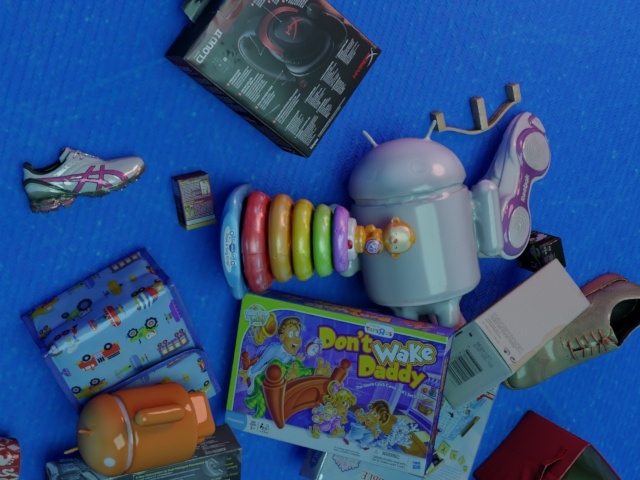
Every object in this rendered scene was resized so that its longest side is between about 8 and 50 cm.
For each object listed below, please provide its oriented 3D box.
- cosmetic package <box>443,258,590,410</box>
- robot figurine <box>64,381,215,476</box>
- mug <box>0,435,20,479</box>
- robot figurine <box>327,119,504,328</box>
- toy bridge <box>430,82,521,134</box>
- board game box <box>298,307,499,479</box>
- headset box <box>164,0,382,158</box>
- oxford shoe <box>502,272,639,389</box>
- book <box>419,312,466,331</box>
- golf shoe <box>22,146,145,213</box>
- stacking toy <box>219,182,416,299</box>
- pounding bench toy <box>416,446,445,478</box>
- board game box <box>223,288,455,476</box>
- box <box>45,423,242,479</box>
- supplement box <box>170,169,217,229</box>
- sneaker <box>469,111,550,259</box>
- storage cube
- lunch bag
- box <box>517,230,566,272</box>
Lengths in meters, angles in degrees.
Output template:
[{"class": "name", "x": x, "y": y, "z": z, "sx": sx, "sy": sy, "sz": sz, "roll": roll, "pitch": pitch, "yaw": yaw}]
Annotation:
[{"class": "cosmetic package", "x": 0.328, "y": 0.160, "z": 1.813, "sx": 0.309, "sy": 0.160, "sz": 0.113, "roll": -27, "pitch": 78, "yaw": -46}, {"class": "robot figurine", "x": -0.273, "y": 0.287, "z": 1.562, "sx": 0.219, "sy": 0.158, "sz": 0.128, "roll": -5, "pitch": 106, "yaw": -34}, {"class": "mug", "x": -0.557, "y": 0.344, "z": 1.564, "sx": 0.169, "sy": 0.150, "sz": 0.113, "roll": 10, "pitch": 61, "yaw": -31}, {"class": "robot figurine", "x": 0.157, "y": -0.020, "z": 1.742, "sx": 0.299, "sy": 0.200, "sz": 0.354, "roll": -8, "pitch": 100, "yaw": 3}, {"class": "toy bridge", "x": 0.287, "y": -0.228, "z": 1.864, "sx": 0.188, "sy": 0.026, "sz": 0.063, "roll": -22, "pitch": 112, "yaw": -20}, {"class": "board game box", "x": 0.153, "y": 0.328, "z": 1.866, "sx": 0.318, "sy": 0.066, "sz": 0.318, "roll": 29, "pitch": 75, "yaw": -27}, {"class": "headset box", "x": -0.083, "y": -0.304, "z": 1.624, "sx": 0.293, "sy": 0.110, "sz": 0.218, "roll": 36, "pitch": 85, "yaw": -27}, {"class": "oxford shoe", "x": 0.500, "y": 0.181, "z": 1.996, "sx": 0.348, "sy": 0.130, "sz": 0.123, "roll": -35, "pitch": 114, "yaw": -15}, {"class": "book", "x": 0.233, "y": 0.166, "z": 1.872, "sx": 0.096, "sy": 0.035, "sz": 0.144, "roll": -21, "pitch": 80, "yaw": -47}, {"class": "golf shoe", "x": -0.357, "y": -0.104, "z": 1.563, "sx": 0.186, "sy": 0.067, "sz": 0.086, "roll": -19, "pitch": 107, "yaw": -20}, {"class": "stacking toy", "x": 0.000, "y": 0.000, "z": 1.634, "sx": 0.301, "sy": 0.166, "sz": 0.175, "roll": 0, "pitch": 101, "yaw": 6}, {"class": "pounding bench toy", "x": 0.165, "y": 0.385, "z": 1.802, "sx": 0.083, "sy": 0.052, "sz": 0.065, "roll": -33, "pitch": 106, "yaw": -27}, {"class": "board game box", "x": 0.028, "y": 0.226, "z": 1.696, "sx": 0.347, "sy": 0.078, "sz": 0.233, "roll": 11, "pitch": 99, "yaw": 15}, {"class": "box", "x": -0.285, "y": 0.444, "z": 1.680, "sx": 0.307, "sy": 0.076, "sz": 0.243, "roll": -9, "pitch": 120, "yaw": -23}, {"class": "supplement box", "x": -0.204, "y": -0.065, "z": 1.658, "sx": 0.055, "sy": 0.043, "sz": 0.083, "roll": -14, "pitch": 108, "yaw": -22}, {"class": "sneaker", "x": 0.319, "y": -0.104, "z": 1.862, "sx": 0.114, "sy": 0.152, "sz": 0.305, "roll": 39, "pitch": 60, "yaw": -32}, {"class": "storage cube", "x": 0.451, "y": 0.477, "z": 2.005, "sx": 0.184, "sy": 0.193, "sz": 0.215, "roll": -47, "pitch": 115, "yaw": -9}, {"class": "lunch bag", "x": -0.301, "y": 0.199, "z": 1.642, "sx": 0.221, "sy": 0.138, "sz": 0.293, "roll": -30, "pitch": 126, "yaw": -15}, {"class": "box", "x": 0.414, "y": 0.024, "z": 1.947, "sx": 0.052, "sy": 0.083, "sz": 0.062, "roll": -23, "pitch": 110, "yaw": -21}]
